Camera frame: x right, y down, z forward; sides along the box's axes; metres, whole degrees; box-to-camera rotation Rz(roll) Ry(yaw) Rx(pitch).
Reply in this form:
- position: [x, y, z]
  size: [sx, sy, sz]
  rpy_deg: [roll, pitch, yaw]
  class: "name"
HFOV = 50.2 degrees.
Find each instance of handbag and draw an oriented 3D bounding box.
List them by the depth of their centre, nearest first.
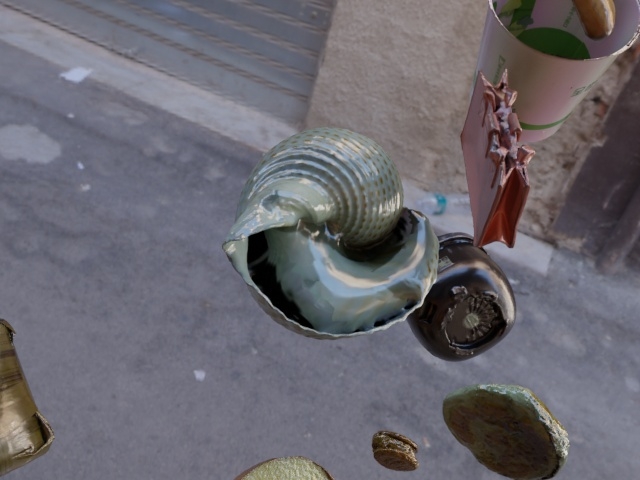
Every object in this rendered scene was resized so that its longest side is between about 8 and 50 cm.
- position: [0.237, -0.110, 0.924]
  size: [0.059, 0.157, 0.213]
  rpy_deg: [1, 54, 2]
  class: "handbag"

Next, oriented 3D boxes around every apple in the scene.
- position: [-0.098, 0.642, 1.634]
  size: [0.345, 0.254, 0.179]
  rpy_deg: [8, 38, -31]
  class: "apple"

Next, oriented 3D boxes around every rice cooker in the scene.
- position: [0.296, 0.127, 1.527]
  size: [0.267, 0.267, 0.224]
  rpy_deg: [7, 25, -16]
  class: "rice cooker"

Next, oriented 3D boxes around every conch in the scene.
- position: [-0.004, 0.005, 0.957]
  size: [0.319, 0.215, 0.303]
  rpy_deg: [-28, 82, -31]
  class: "conch"

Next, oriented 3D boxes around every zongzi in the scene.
- position: [-0.580, 0.268, 1.039]
  size: [0.289, 0.122, 0.260]
  rpy_deg: [-17, 85, -57]
  class: "zongzi"

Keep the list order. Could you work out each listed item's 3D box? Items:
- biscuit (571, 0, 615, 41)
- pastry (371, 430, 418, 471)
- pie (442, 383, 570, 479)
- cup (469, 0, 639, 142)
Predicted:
- position: [0.291, -0.357, 0.834]
  size: [0.207, 0.047, 0.164]
  rpy_deg: [35, 40, -34]
  class: "biscuit"
- position: [0.157, 0.439, 1.426]
  size: [0.109, 0.097, 0.057]
  rpy_deg: [22, 55, -2]
  class: "pastry"
- position: [0.327, 0.339, 1.228]
  size: [0.240, 0.241, 0.054]
  rpy_deg: [30, 49, 20]
  class: "pie"
- position: [0.385, -0.323, 1.187]
  size: [0.252, 0.274, 0.253]
  rpy_deg: [1, 62, -2]
  class: "cup"
